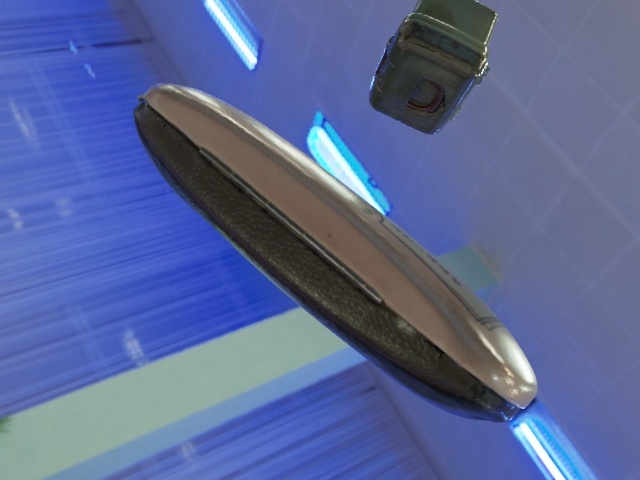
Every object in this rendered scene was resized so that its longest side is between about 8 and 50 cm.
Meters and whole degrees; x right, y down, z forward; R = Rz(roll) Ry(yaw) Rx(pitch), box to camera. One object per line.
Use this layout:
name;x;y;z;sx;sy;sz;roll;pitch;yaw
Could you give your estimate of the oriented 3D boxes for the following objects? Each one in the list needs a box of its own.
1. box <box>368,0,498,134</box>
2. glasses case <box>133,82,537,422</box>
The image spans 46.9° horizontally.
box;0.168;-0.268;1.114;0.148;0.129;0.210;26;-23;-2
glasses case;0.000;0.000;0.466;0.314;0.122;0.075;40;-85;23
